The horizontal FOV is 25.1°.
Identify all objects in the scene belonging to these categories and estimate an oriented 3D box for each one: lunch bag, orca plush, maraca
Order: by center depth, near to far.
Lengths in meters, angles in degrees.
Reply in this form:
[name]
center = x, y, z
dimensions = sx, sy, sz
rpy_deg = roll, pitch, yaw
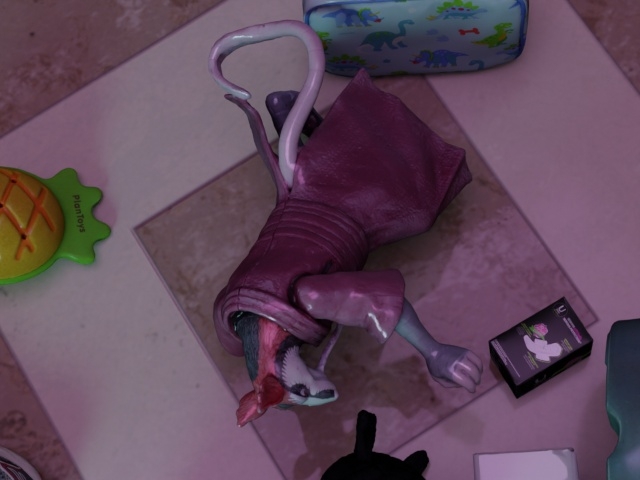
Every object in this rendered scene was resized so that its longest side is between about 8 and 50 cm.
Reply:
[orca plush]
center = 0.060, 0.192, 1.210
dimensions = 0.151, 0.287, 0.102
rpy_deg = -1, 90, 14
[lunch bag]
center = 0.094, -0.232, 1.400
dimensions = 0.219, 0.176, 0.090
rpy_deg = -3, 73, 7
[maraca]
center = -0.303, -0.018, 1.429
dimensions = 0.185, 0.099, 0.127
rpy_deg = -8, 73, -23

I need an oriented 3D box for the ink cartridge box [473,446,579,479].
[ink cartridge box]
center = 0.184, 0.294, 1.239
dimensions = 0.093, 0.154, 0.212
rpy_deg = -3, 73, 6

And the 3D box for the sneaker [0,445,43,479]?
[sneaker]
center = -0.402, 0.225, 1.356
dimensions = 0.299, 0.112, 0.121
rpy_deg = 15, 76, 10

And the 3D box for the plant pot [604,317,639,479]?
[plant pot]
center = 0.408, 0.188, 1.172
dimensions = 0.334, 0.341, 0.341
rpy_deg = -3, 73, 15

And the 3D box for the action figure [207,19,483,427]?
[action figure]
center = 0.000, 0.000, 1.276
dimensions = 0.248, 0.276, 0.370
rpy_deg = -11, 37, 33

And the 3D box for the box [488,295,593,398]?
[box]
center = 0.205, 0.100, 1.344
dimensions = 0.083, 0.062, 0.052
rpy_deg = -30, 70, -2
